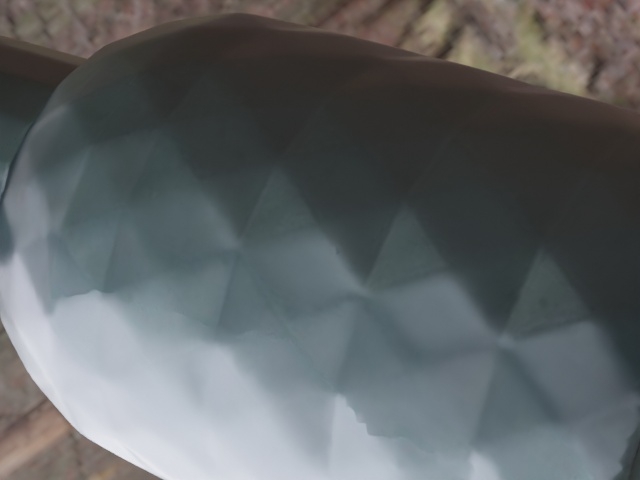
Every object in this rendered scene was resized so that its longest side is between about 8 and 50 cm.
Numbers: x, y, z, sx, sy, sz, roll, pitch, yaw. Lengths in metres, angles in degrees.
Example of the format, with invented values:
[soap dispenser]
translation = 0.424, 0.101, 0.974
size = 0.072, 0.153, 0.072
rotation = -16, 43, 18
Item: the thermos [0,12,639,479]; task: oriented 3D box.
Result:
[thermos]
translation = 0.000, 0.000, 0.474
size = 0.286, 0.182, 0.145
rotation = 21, 129, 29
